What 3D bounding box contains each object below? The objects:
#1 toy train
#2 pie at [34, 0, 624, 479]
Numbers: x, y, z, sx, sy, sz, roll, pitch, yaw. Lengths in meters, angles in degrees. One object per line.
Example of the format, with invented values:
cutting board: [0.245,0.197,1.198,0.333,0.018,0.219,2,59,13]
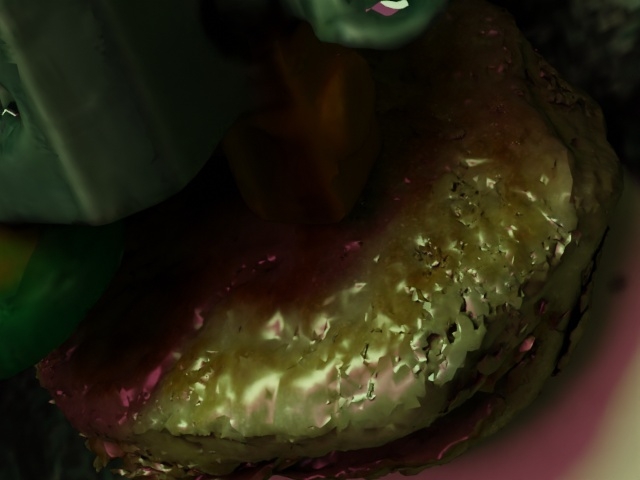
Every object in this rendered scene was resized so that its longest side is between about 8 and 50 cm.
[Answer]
toy train: [-0.143,-0.110,0.498,0.429,0.178,0.249,5,45,28]
pie: [0.000,0.000,0.504,0.193,0.079,0.163,-4,64,33]
